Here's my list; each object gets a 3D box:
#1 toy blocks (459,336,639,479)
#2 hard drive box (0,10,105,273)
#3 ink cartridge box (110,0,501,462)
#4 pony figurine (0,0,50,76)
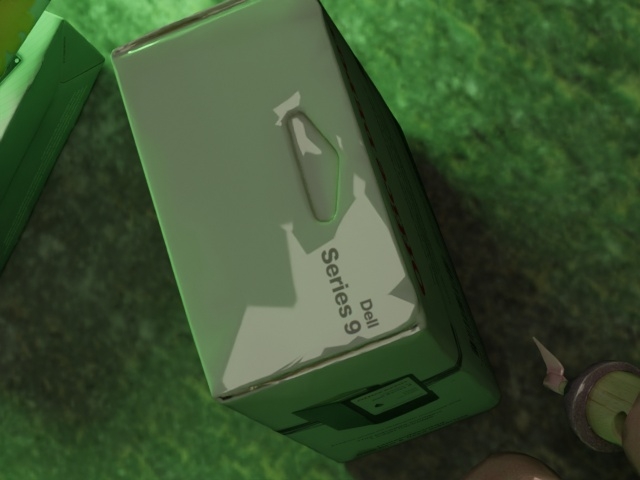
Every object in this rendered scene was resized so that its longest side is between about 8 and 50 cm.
[{"bbox_3d":[0.241,0.190,1.011,0.309,0.260,0.288,-26,102,-15],"label":"toy blocks"},{"bbox_3d":[-0.297,-0.101,1.258,0.232,0.089,0.181,22,82,18],"label":"hard drive box"},{"bbox_3d":[0.000,0.000,1.056,0.122,0.289,0.211,-21,73,8],"label":"ink cartridge box"},{"bbox_3d":[-0.128,-0.280,1.114,0.303,0.351,0.363,40,83,17],"label":"pony figurine"}]
